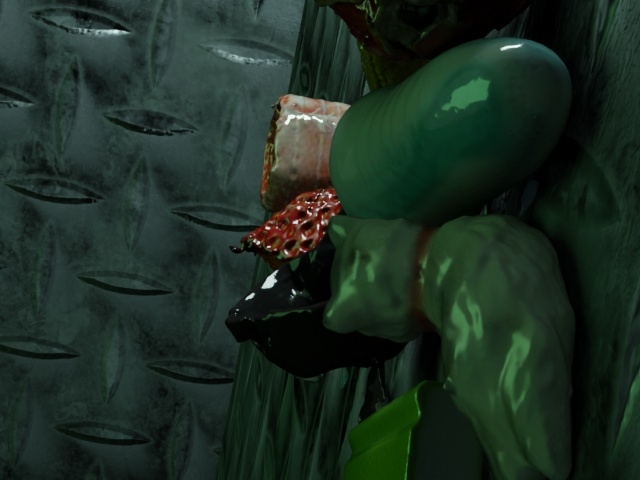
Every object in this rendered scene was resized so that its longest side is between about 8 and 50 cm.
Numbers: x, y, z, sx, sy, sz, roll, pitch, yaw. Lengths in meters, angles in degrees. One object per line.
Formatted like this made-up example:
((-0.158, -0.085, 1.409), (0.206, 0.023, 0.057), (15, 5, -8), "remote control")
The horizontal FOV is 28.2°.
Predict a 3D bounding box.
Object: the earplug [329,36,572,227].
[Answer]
((0.145, -0.107, 1.227), (0.324, 0.185, 0.185), (149, 130, -69), "earplug")

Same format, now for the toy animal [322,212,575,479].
((0.108, 0.086, 1.129), (0.266, 0.188, 0.307), (-37, 38, 57), "toy animal")

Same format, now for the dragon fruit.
((0.106, -0.328, 1.308), (0.342, 0.278, 0.277), (-98, 19, -65), "dragon fruit")

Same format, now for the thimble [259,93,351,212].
((-0.026, -0.152, 2.374), (0.239, 0.162, 0.239), (-171, 90, -83), "thimble")

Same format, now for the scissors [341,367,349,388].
((0.041, 0.202, 2.070), (0.036, 0.006, 0.083), (112, 165, -50), "scissors")

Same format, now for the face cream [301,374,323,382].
((-0.003, 0.135, 2.295), (0.092, 0.058, 0.243), (103, 179, -67), "face cream")

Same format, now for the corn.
((0.105, -0.196, 1.543), (0.261, 0.097, 0.097), (59, -148, -59), "corn")

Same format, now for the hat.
((0.075, 0.071, 1.567), (0.336, 0.209, 0.238), (-42, 19, -4), "hat")

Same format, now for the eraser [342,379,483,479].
((0.091, 0.277, 1.360), (0.274, 0.092, 0.210), (127, 152, -70), "eraser")

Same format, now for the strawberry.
((0.000, 0.000, 1.998), (0.178, 0.234, 0.234), (-59, 6, -6), "strawberry")

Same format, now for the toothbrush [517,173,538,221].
((0.184, 0.016, 1.268), (0.019, 0.013, 0.193), (-82, 5, -56), "toothbrush")
